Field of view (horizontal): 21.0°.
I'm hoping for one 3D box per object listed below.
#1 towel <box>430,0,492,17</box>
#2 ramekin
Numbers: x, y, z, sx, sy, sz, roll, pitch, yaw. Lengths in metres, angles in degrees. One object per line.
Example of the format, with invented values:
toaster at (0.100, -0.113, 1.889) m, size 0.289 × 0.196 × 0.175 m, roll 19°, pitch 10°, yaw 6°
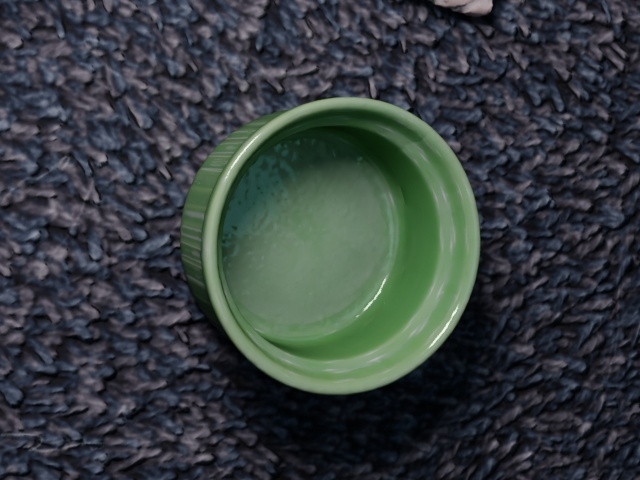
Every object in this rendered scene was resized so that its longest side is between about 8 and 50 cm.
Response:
towel at (0.078, -0.435, 1.844) m, size 0.331 × 0.053 × 0.317 m, roll 17°, pitch 89°, yaw -23°
ramekin at (0.000, 0.000, 1.803) m, size 0.303 × 0.148 × 0.303 m, roll -2°, pitch 96°, yaw -22°
